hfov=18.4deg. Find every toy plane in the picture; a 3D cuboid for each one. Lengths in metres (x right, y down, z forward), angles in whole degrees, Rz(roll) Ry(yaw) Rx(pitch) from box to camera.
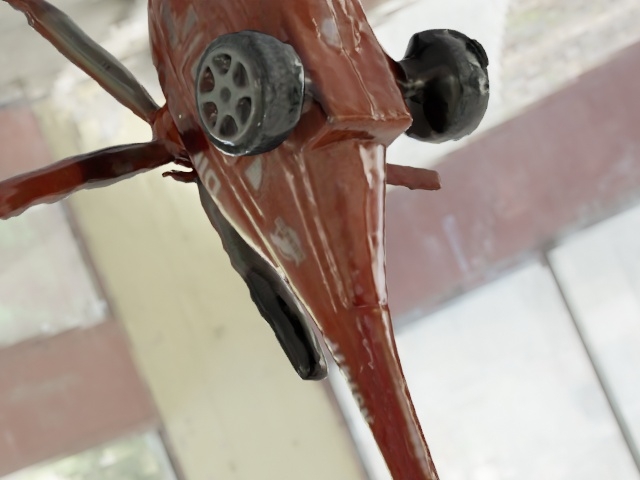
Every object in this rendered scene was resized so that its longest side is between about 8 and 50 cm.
[{"bbox_3d":[-0.007,0.000,0.422,0.126,0.194,0.077,15,143,-29],"label":"toy plane"}]
